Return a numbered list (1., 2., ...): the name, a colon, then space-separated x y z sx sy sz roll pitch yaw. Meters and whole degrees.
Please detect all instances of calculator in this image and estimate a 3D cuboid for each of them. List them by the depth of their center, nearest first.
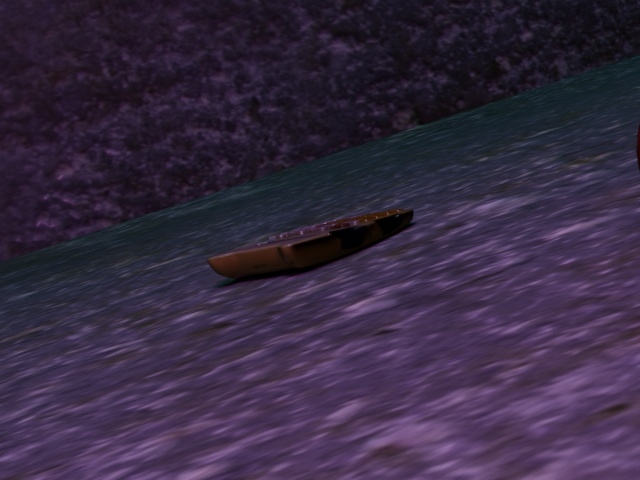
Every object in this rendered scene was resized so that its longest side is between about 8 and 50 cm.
1. calculator: 0.000 0.000 1.490 0.157 0.033 0.236 -11 6 41

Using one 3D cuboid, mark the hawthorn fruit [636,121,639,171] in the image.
1. hawthorn fruit: 0.281 -0.061 0.791 0.185 0.185 0.202 -11 -7 34
